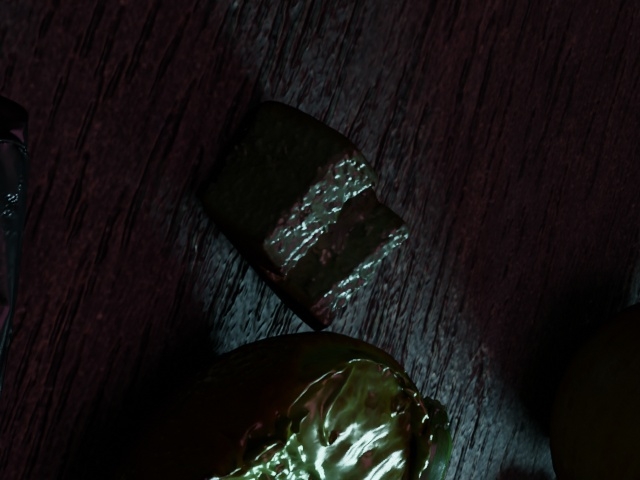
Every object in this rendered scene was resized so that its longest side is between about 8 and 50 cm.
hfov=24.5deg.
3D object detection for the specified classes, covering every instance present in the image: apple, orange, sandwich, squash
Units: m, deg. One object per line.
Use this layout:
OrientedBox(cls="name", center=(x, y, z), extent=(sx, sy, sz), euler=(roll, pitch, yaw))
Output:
OrientedBox(cls="apple", center=(0.473, 0.257, 1.783), extent=(0.400, 0.400, 0.333), euler=(-1, 116, -49))
OrientedBox(cls="orange", center=(-0.061, 0.231, 1.312), extent=(0.334, 0.196, 0.262), euler=(-51, 124, -25))
OrientedBox(cls="sandwich", center=(0.000, 0.000, 1.323), extent=(0.122, 0.128, 0.235), euler=(-48, 138, -10))
OrientedBox(cls="squash", center=(0.097, 0.275, 1.611), extent=(0.077, 0.068, 0.219), euler=(1, 108, -37))

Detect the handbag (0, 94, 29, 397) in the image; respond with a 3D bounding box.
OrientedBox(cls="handbag", center=(-0.315, 0.027, 1.011), extent=(0.244, 0.088, 0.275), euler=(-1, 110, -45))
